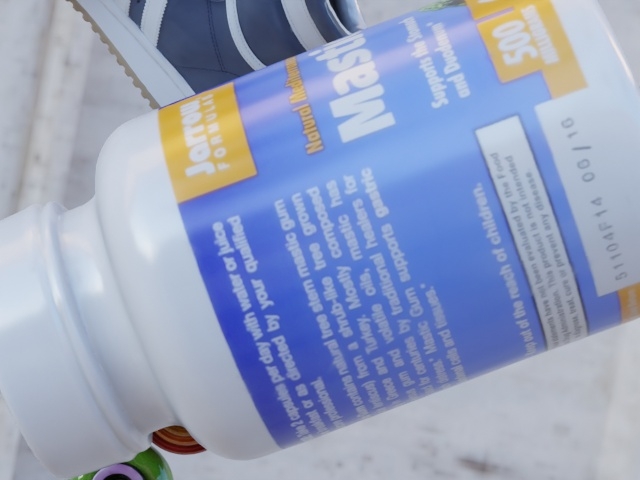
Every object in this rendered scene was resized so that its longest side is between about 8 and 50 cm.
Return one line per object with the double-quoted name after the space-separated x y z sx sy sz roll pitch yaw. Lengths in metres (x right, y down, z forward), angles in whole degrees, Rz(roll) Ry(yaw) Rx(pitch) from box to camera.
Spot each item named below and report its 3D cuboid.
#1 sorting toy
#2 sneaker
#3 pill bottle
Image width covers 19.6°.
-0.083 0.094 0.863 0.061 0.102 0.042 35 -4 1 "sorting toy"
-0.087 -0.191 1.124 0.282 0.153 0.099 51 25 -15 "sneaker"
0.000 0.000 0.765 0.272 0.152 0.152 -20 2 2 "pill bottle"
